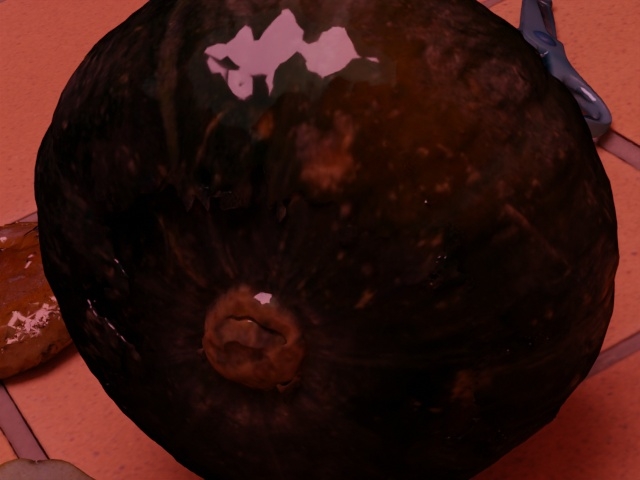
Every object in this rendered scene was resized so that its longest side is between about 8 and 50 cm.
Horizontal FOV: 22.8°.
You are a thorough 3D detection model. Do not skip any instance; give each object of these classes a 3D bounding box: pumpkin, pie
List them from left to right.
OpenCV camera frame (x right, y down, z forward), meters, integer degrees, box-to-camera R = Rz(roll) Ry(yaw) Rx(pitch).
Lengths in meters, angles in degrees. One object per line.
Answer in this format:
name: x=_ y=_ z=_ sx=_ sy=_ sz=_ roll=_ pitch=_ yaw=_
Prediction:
pie: x=-0.324 y=0.047 z=1.636 sx=0.273 sy=0.069 sz=0.273 roll=-8 pitch=34 yaw=5
pumpkin: x=0.000 y=0.000 z=1.214 sx=0.454 sy=0.454 sz=0.344 roll=-1 pitch=34 yaw=23

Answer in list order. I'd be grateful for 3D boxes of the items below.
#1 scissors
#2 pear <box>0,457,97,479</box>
scissors: x=0.235 y=-0.215 z=1.751 sx=0.180 sy=0.032 sz=0.393 roll=31 pitch=26 yaw=-9
pear: x=-0.224 y=0.247 z=1.258 sx=0.141 sy=0.104 sz=0.141 roll=15 pitch=37 yaw=-12
